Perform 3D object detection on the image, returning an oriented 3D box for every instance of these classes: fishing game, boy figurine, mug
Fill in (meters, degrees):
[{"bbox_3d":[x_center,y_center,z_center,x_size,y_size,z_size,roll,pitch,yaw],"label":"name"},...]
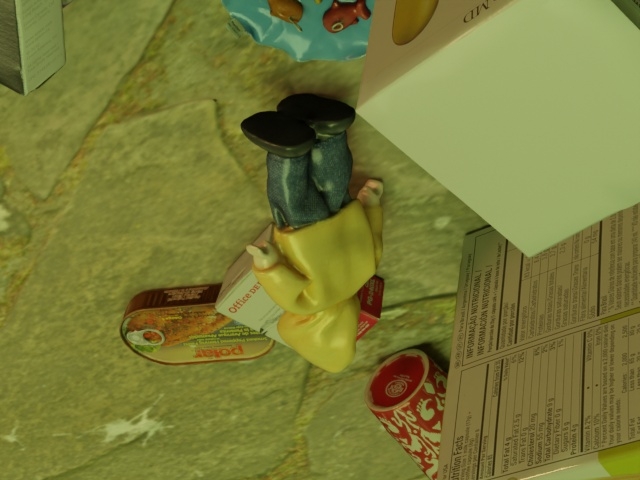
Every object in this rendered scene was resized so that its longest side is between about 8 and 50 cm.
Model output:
[{"bbox_3d":[-0.010,-0.224,1.138,0.264,0.041,0.189,36,132,-23],"label":"fishing game"},{"bbox_3d":[0.000,0.000,1.290,0.092,0.177,0.285,24,135,37],"label":"boy figurine"},{"bbox_3d":[0.122,0.220,1.544,0.150,0.113,0.169,-23,125,30],"label":"mug"}]

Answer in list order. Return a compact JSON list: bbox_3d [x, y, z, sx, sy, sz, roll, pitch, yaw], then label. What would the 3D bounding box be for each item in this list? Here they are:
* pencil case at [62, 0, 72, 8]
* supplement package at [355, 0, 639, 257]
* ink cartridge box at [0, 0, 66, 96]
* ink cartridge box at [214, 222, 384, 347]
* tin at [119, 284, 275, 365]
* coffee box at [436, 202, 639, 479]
[{"bbox_3d":[-0.257,-0.287,1.094,0.088,0.086,0.206,28,147,33],"label":"pencil case"},{"bbox_3d":[0.175,-0.172,0.987,0.198,0.262,0.199,37,131,-27],"label":"supplement package"},{"bbox_3d":[-0.343,-0.293,1.027,0.304,0.072,0.307,29,147,14],"label":"ink cartridge box"},{"bbox_3d":[-0.023,0.060,1.432,0.150,0.063,0.109,28,135,-17],"label":"ink cartridge box"},{"bbox_3d":[-0.140,0.099,1.521,0.190,0.040,0.106,-5,132,17],"label":"tin"},{"bbox_3d":[0.345,0.164,1.262,0.334,0.338,0.337,-22,128,32],"label":"coffee box"}]
